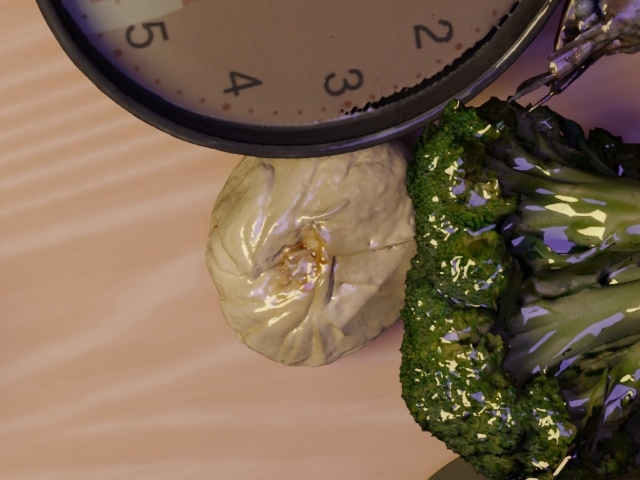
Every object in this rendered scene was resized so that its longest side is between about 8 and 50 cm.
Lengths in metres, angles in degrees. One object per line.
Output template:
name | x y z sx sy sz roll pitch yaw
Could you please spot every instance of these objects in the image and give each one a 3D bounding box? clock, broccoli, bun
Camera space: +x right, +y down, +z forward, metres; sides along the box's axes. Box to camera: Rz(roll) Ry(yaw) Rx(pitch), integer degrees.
clock | -0.010 -0.226 1.044 0.386 0.076 0.386 -5 124 -8
broccoli | 0.195 0.033 1.101 0.283 0.321 0.304 -19 89 40
bun | 0.000 0.000 1.194 0.188 0.111 0.164 -41 96 3

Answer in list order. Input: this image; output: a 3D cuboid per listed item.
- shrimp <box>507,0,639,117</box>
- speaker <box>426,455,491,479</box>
shrimp | 0.286 -0.213 1.021 0.166 0.221 0.410 34 87 11
speaker | 0.198 0.357 1.194 0.183 0.184 0.406 -40 94 7
